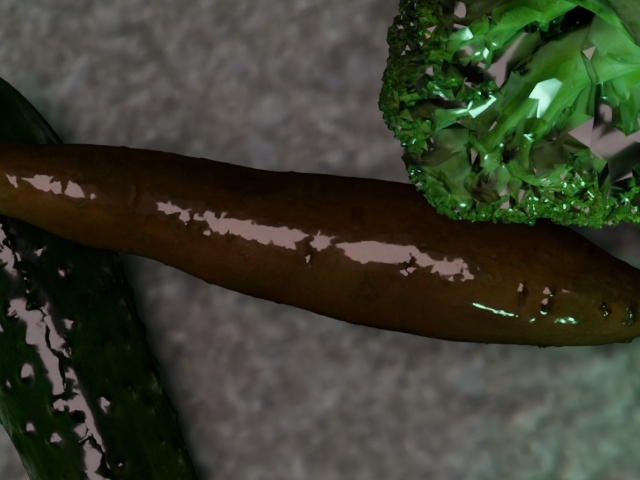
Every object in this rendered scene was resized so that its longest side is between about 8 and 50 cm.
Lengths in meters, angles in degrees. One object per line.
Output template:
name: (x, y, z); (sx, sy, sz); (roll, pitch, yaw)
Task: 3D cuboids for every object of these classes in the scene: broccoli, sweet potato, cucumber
broccoli: (0.099, -0.073, 0.649); (0.162, 0.138, 0.145); (0, 92, -14)
sweet potato: (0.000, 0.001, 0.697); (0.265, 0.057, 0.057); (9, 88, 5)
cucumber: (-0.097, 0.043, 0.734); (0.069, 0.069, 0.227); (-26, 82, 14)
